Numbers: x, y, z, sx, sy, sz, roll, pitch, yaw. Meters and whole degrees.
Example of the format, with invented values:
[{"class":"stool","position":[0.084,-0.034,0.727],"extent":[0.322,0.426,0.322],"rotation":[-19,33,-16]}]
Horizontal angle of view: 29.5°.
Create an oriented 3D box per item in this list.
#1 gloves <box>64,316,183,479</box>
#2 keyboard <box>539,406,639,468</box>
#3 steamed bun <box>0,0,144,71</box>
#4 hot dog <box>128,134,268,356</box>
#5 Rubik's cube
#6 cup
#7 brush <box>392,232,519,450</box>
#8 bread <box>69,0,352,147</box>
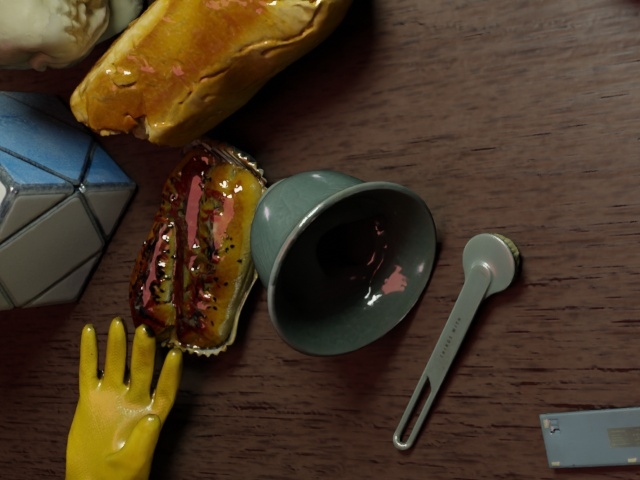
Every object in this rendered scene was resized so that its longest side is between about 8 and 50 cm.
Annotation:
[{"class":"gloves","position":[-0.250,0.220,1.463],"extent":[0.133,0.116,0.294],"rotation":[19,115,4]},{"class":"keyboard","position":[0.291,0.184,1.142],"extent":[0.176,0.014,0.055],"rotation":[-11,87,37]},{"class":"steamed bun","position":[-0.360,-0.362,1.381],"extent":[0.237,0.347,0.394],"rotation":[-4,56,13]},{"class":"hot dog","position":[-0.142,0.010,1.413],"extent":[0.162,0.081,0.271],"rotation":[26,107,31]},{"class":"Rubik's cube","position":[-0.394,-0.050,1.520],"extent":[0.205,0.205,0.207],"rotation":[44,116,26]},{"class":"cup","position":[0.000,0.000,1.265],"extent":[0.150,0.199,0.199],"rotation":[42,118,47]},{"class":"brush","position":[0.134,0.108,1.253],"extent":[0.062,0.027,0.266],"rotation":[38,118,29]},{"class":"bread","position":[-0.110,-0.222,1.312],"extent":[0.149,0.195,0.344],"rotation":[44,125,-15]}]
